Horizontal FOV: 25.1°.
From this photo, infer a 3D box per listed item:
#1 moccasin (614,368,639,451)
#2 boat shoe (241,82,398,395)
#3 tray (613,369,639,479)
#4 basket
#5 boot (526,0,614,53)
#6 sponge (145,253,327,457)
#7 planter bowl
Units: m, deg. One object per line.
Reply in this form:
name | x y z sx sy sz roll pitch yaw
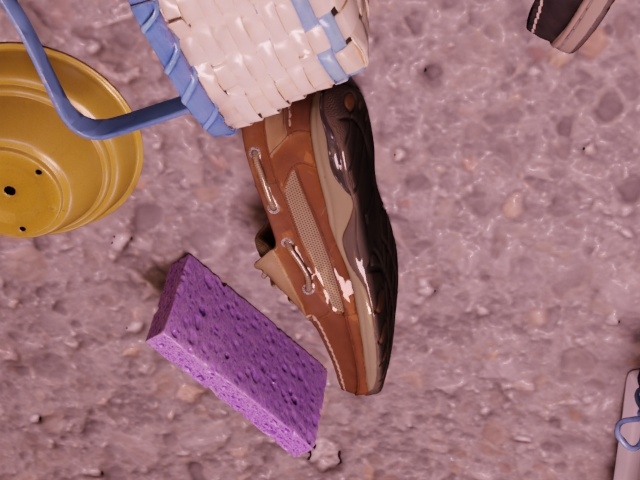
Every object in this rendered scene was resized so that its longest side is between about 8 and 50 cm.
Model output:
moccasin | 0.365 0.144 1.404 0.117 0.138 0.342 21 101 11
boat shoe | 0.000 0.000 1.361 0.120 0.122 0.324 -2 120 15
tray | 0.382 0.271 1.518 0.145 0.030 0.270 6 110 10
basket | -0.115 -0.201 1.145 0.289 0.201 0.255 -13 136 11
boot | 0.122 -0.318 1.069 0.284 0.138 0.377 17 149 6
sponge | -0.079 0.117 1.452 0.031 0.117 0.210 -33 118 31
planter bowl | -0.281 -0.069 1.344 0.217 0.090 0.217 3 128 4
